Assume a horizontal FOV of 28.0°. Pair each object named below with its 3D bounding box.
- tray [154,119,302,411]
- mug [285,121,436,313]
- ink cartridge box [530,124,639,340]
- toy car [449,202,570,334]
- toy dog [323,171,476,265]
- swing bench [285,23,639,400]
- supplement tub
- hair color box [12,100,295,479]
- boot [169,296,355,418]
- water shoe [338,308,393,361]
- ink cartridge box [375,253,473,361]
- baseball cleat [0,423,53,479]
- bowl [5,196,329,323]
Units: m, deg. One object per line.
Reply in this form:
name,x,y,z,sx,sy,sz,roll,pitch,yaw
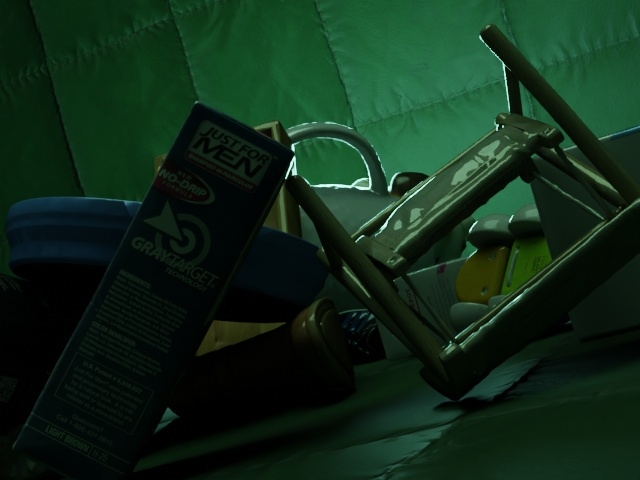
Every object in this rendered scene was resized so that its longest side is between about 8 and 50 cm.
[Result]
tray,-0.127,0.031,1.811,0.203,0.410,0.076,-16,-38,14
mug,0.000,0.000,2.028,0.328,0.374,0.276,-8,14,-13
ink cartridge box,0.369,-0.028,1.388,0.198,0.197,0.270,-17,-1,24
toy car,0.248,0.052,1.525,0.136,0.159,0.182,25,-21,-24
toy dog,0.128,-0.022,2.531,0.395,0.284,0.408,28,-10,-20
swing bench,0.150,-0.012,1.180,0.253,0.254,0.165,-37,-31,-8
supplement tub,-0.374,0.148,1.537,0.207,0.207,0.338,-16,-22,28
hair color box,-0.148,0.053,1.201,0.105,0.347,0.174,27,-2,-3
boot,-0.077,0.144,1.500,0.220,0.109,0.283,-15,-3,0
water shoe,0.062,0.129,1.769,0.203,0.072,0.080,-17,1,21
ink cartridge box,0.150,0.086,1.673,0.181,0.104,0.061,-15,-1,-14
baseball cleat,-0.272,0.230,1.435,0.206,0.072,0.109,-23,-29,24
bowl,-0.185,0.033,1.553,0.391,0.077,0.391,7,-11,1
